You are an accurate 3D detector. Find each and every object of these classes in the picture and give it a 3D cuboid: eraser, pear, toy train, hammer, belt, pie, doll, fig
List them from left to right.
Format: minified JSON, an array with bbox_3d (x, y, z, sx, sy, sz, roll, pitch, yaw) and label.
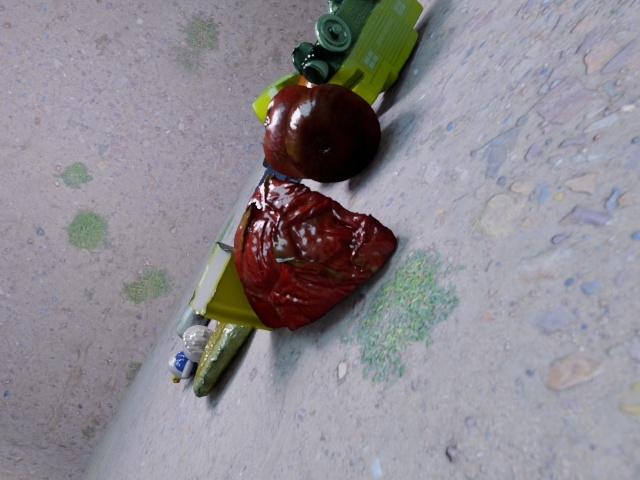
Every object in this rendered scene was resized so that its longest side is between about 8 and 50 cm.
[{"bbox_3d":[-0.449,0.395,1.432,0.293,0.119,0.138,-55,26,32],"label":"doll"},{"bbox_3d":[-0.547,0.319,1.819,0.202,0.113,0.305,-59,13,-6],"label":"hammer"},{"bbox_3d":[-0.281,0.294,1.208,0.323,0.070,0.323,-54,16,22],"label":"pie"},{"bbox_3d":[-0.163,0.112,0.924,0.069,0.226,0.158,22,88,44],"label":"eraser"},{"bbox_3d":[-0.173,-0.187,1.591,0.218,0.128,0.122,-59,-11,5],"label":"belt"},{"bbox_3d":[-0.188,-0.750,2.238,0.342,0.238,0.318,-32,12,-1],"label":"pear"},{"bbox_3d":[0.030,-0.255,0.997,0.235,0.235,0.214,-56,-8,11],"label":"fig"},{"bbox_3d":[0.117,-0.553,1.130,0.179,0.272,0.442,-20,39,62],"label":"toy train"}]

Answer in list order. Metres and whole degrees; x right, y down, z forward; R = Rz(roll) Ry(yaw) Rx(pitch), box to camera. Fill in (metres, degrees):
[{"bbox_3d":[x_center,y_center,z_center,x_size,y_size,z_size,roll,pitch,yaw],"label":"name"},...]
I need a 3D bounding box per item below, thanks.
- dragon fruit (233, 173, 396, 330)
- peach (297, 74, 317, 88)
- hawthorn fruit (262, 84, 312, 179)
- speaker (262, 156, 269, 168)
[{"bbox_3d":[0.000,0.000,0.786,0.330,0.302,0.240,-10,14,42],"label":"dragon fruit"},{"bbox_3d":[0.030,-0.587,1.568,0.248,0.245,0.275,-29,11,3],"label":"peach"},{"bbox_3d":[-0.035,-0.313,1.211,0.275,0.299,0.275,12,-90,-78],"label":"hawthorn fruit"},{"bbox_3d":[-0.199,-0.543,2.114,0.329,0.198,0.259,-59,29,31],"label":"speaker"}]
